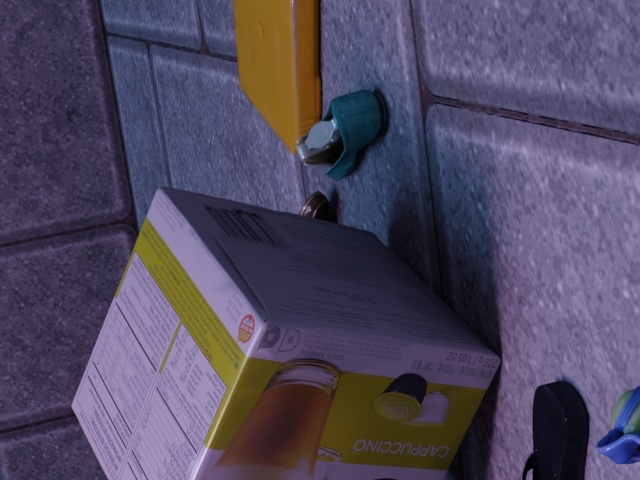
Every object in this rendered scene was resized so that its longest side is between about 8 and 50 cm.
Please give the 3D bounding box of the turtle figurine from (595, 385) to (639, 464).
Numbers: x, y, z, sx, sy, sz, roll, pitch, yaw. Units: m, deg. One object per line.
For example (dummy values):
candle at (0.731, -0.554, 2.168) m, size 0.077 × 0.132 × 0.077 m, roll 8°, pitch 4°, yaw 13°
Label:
turtle figurine at (0.356, 0.149, 0.899) m, size 0.266 × 0.274 × 0.198 m, roll 38°, pitch 117°, yaw 34°

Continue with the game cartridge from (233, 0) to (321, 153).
game cartridge at (-0.068, -0.323, 1.979) m, size 0.285 × 0.052 × 0.324 m, roll -126°, pitch 27°, yaw -51°

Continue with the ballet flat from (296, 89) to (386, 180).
ballet flat at (0.013, -0.139, 1.776) m, size 0.247 × 0.087 × 0.083 m, roll 133°, pitch 123°, yaw -69°

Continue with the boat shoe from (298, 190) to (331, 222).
boat shoe at (0.000, 0.000, 1.971) m, size 0.060 × 0.064 × 0.178 m, roll 31°, pitch 141°, yaw 24°

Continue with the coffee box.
coffee box at (-0.055, 0.178, 1.589) m, size 0.338 × 0.337 × 0.334 m, roll 46°, pitch 118°, yaw 52°

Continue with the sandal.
sandal at (0.240, 0.269, 1.401) m, size 0.097 × 0.054 × 0.254 m, roll -141°, pitch 42°, yaw -63°
